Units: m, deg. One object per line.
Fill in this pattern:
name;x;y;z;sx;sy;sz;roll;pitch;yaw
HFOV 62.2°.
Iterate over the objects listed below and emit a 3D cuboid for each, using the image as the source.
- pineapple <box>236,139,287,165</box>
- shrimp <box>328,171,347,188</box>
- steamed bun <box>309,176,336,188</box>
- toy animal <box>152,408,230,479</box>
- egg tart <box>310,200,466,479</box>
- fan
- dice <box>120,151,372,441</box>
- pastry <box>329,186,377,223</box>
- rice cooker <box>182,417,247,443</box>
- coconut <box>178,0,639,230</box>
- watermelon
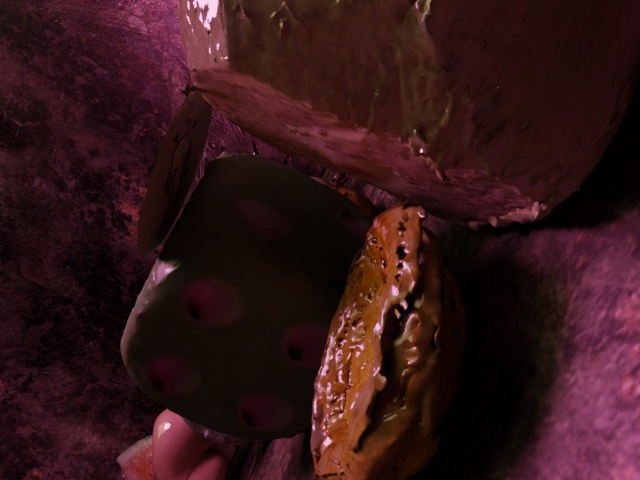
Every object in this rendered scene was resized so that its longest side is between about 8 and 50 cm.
pineapple;-0.127;-0.016;1.021;0.165;0.165;0.364;-73;6;-54
shrimp;0.048;-0.177;1.830;0.145;0.059;0.254;-56;-4;-42
steamed bun;-0.065;-0.029;1.498;0.324;0.206;0.324;-62;7;14
toy animal;-0.283;0.481;1.153;0.154;0.250;0.166;-21;-4;-21
egg tart;0.071;0.102;0.496;0.291;0.107;0.291;-164;90;-83
fan;-0.148;-0.135;0.591;0.415;0.012;0.233;116;172;-49
dice;-0.089;0.082;0.822;0.322;0.330;0.318;-58;13;27
pastry;0.000;0.000;1.134;0.255;0.162;0.311;-62;9;-8
rice cooker;-0.175;0.270;1.098;0.280;0.241;0.227;-18;16;-1
coconut;0.093;-0.231;0.492;0.404;0.404;0.404;-61;8;14
watermelon;-0.315;0.615;1.351;0.283;0.292;0.250;-32;-19;27
